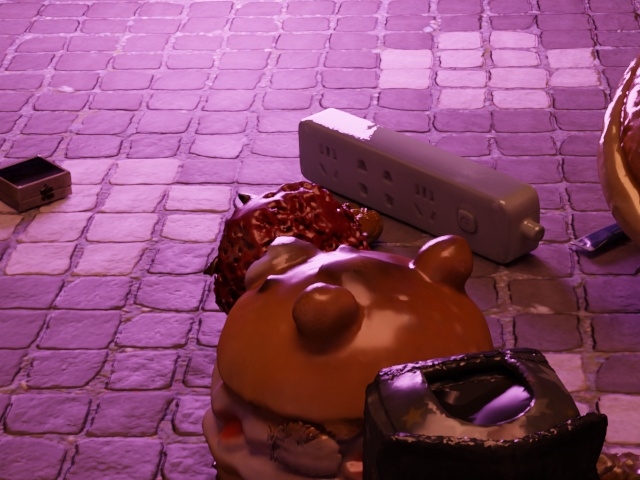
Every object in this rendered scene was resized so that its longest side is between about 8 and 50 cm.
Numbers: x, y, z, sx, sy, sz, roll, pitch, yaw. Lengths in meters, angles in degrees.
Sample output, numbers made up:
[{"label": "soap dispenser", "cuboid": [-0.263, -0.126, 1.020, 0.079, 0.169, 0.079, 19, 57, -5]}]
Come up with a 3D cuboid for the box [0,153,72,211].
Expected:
[{"label": "box", "cuboid": [-0.369, -0.073, 2.053, 0.079, 0.035, 0.083, -22, 32, -35]}]

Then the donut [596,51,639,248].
[{"label": "donut", "cuboid": [0.518, -0.086, 1.714, 0.449, 0.198, 0.448, -1, 55, 2]}]

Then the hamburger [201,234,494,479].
[{"label": "hamburger", "cuboid": [0.028, 0.115, 1.432, 0.277, 0.236, 0.276, 0, 25, 0]}]

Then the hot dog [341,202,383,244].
[{"label": "hot dog", "cuboid": [0.000, 0.000, 1.868, 0.071, 0.045, 0.165, 24, 36, 39]}]

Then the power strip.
[{"label": "power strip", "cuboid": [0.118, -0.067, 1.944, 0.062, 0.091, 0.385, -25, 35, -35]}]

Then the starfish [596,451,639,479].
[{"label": "starfish", "cuboid": [0.384, 0.262, 1.232, 0.324, 0.082, 0.432, 3, 23, -20]}]

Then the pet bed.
[{"label": "pet bed", "cuboid": [0.125, 0.209, 1.258, 0.183, 0.210, 0.159, -5, 24, -13]}]

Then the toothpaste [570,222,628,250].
[{"label": "toothpaste", "cuboid": [0.356, -0.013, 1.896, 0.140, 0.021, 0.037, -21, 25, -29]}]

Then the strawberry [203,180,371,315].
[{"label": "strawberry", "cuboid": [-0.019, 0.044, 1.661, 0.184, 0.187, 0.201, -16, 61, -49]}]
